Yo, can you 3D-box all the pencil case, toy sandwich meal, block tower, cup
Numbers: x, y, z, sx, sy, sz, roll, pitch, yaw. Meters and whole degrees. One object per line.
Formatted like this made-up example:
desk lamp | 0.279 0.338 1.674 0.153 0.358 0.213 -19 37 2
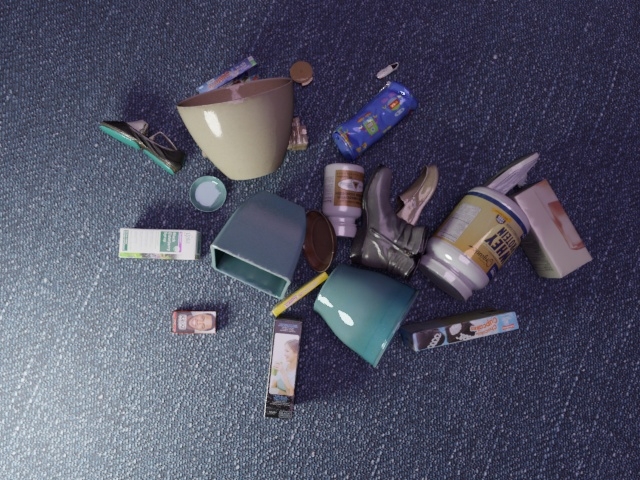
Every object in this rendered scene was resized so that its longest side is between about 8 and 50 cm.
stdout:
pencil case | 0.175 -0.398 1.592 0.306 0.119 0.133 -41 113 -5
toy sandwich meal | -0.062 -0.564 1.638 0.085 0.029 0.086 0 84 1
block tower | -0.214 -0.329 1.583 0.335 0.097 0.091 -7 87 -5
cup | -0.219 -0.314 1.403 0.331 0.331 0.237 -13 115 -4

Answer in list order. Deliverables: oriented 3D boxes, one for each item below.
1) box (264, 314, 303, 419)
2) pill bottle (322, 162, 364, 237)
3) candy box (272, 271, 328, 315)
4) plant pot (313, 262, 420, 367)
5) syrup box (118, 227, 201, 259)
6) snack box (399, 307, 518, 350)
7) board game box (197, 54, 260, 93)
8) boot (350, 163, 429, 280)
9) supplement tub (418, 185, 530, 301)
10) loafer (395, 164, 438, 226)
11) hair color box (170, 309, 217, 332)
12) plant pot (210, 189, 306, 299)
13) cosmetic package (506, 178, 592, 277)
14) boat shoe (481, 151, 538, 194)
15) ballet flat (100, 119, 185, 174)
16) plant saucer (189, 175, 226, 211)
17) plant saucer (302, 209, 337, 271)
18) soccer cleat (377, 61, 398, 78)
box | -0.110 0.383 1.506 0.087 0.169 0.290 6 87 0
pill bottle | 0.071 -0.125 1.564 0.131 0.131 0.229 4 87 -3
candy box | -0.065 0.167 1.551 0.206 0.105 0.027 -36 94 -4
plant pot | 0.128 0.207 1.493 0.255 0.271 0.272 30 85 14
syrup box | -0.503 0.013 1.542 0.236 0.096 0.093 2 86 -2
snack box | 0.427 0.276 1.530 0.321 0.187 0.060 -12 87 -3
board game box | -0.291 -0.505 1.567 0.201 0.136 0.035 -33 88 -5
boot | 0.239 -0.058 1.514 0.222 0.118 0.338 14 95 28
supplement tub | 0.476 0.013 1.529 0.228 0.228 0.316 40 85 0
loafer | 0.301 -0.137 1.593 0.092 0.102 0.269 26 86 -6
hair color box | -0.404 0.260 1.557 0.141 0.043 0.072 0 85 -4
plant pot | -0.167 -0.003 1.495 0.247 0.247 0.252 24 69 -1
cosmetic package | 0.726 -0.035 1.586 0.129 0.153 0.296 -29 90 -4
boat shoe | 0.647 -0.208 1.635 0.227 0.079 0.081 -36 98 0
ballet flat | -0.563 -0.323 1.569 0.280 0.095 0.096 33 75 -11
plant saucer | -0.369 -0.152 1.597 0.119 0.021 0.119 0 86 -3
plant saucer | 0.000 0.000 1.535 0.036 0.198 0.199 -8 86 -30
soccer cleat | 0.229 -0.580 1.650 0.083 0.035 0.029 -29 88 -5
